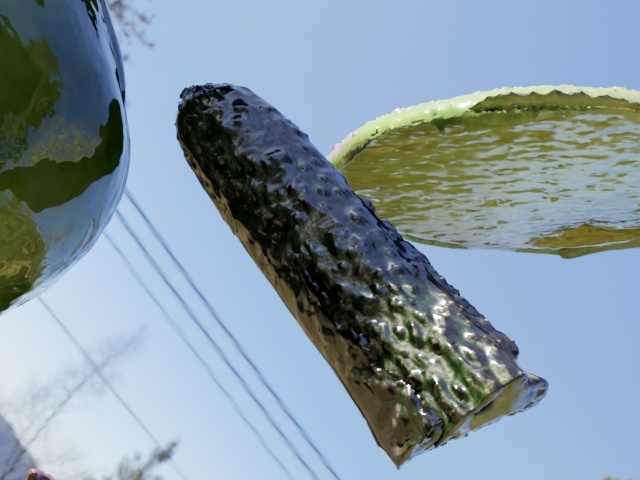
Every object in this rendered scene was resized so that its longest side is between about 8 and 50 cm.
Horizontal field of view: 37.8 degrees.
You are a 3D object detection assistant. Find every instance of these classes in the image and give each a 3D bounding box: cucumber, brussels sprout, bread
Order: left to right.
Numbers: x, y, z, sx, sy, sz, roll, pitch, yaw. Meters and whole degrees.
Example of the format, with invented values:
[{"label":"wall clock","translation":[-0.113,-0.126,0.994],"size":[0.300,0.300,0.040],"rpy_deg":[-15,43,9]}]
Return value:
[{"label":"brussels sprout","translation":[-0.204,-0.058,0.436],"size":[0.271,0.210,0.219],"rpy_deg":[-24,-91,56]},{"label":"cucumber","translation":[0.001,0.002,0.417],"size":[0.245,0.067,0.067],"rpy_deg":[51,-15,40]},{"label":"bread","translation":[0.142,-0.041,0.624],"size":[0.301,0.045,0.301],"rpy_deg":[2,-14,1]}]

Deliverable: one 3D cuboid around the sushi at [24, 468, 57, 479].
[{"label":"sushi","translation":[-0.187,0.297,0.677],"size":[0.161,0.241,0.107],"rpy_deg":[-1,-30,30]}]
